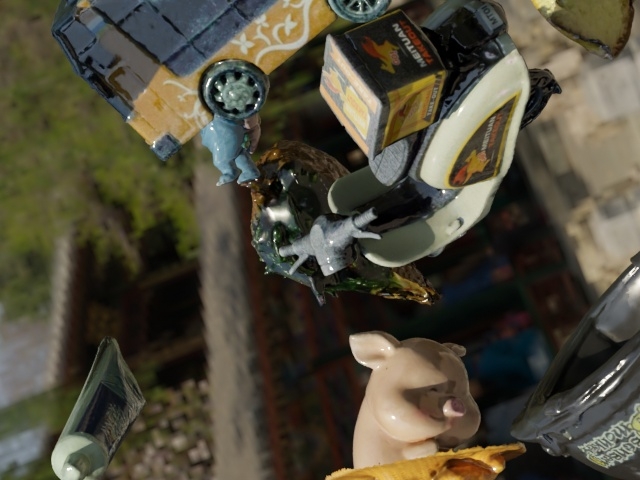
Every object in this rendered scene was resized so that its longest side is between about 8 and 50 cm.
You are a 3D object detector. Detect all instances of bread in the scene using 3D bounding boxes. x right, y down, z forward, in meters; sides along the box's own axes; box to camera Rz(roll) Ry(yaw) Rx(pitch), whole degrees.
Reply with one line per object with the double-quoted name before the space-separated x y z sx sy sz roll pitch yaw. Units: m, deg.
"bread" 0.322 -0.348 2.229 0.134 0.129 0.260 -13 62 61

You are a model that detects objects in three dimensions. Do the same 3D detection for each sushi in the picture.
"sushi" 0.000 -0.001 2.040 0.287 0.149 0.140 46 -163 -30

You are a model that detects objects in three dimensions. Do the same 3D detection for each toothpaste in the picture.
"toothpaste" -0.194 0.158 1.590 0.069 0.047 0.268 32 -166 -5

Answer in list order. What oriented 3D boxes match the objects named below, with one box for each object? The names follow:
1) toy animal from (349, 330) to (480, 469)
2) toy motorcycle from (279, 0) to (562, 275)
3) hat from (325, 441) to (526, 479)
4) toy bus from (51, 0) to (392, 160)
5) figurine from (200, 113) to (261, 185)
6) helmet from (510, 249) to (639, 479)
"toy animal" 0.116 0.240 2.191 0.166 0.154 0.250 20 -107 -53
"toy motorcycle" 0.063 -0.057 1.170 0.091 0.157 0.263 56 157 25
"hat" 0.127 0.351 1.904 0.233 0.244 0.233 17 -118 -60
"toy bus" -0.075 -0.242 1.616 0.194 0.323 0.162 44 -157 -22
"figurine" -0.130 -0.140 1.887 0.114 0.144 0.178 -2 -107 -81
"helmet" 0.290 0.108 1.465 0.160 0.279 0.230 36 -131 0
